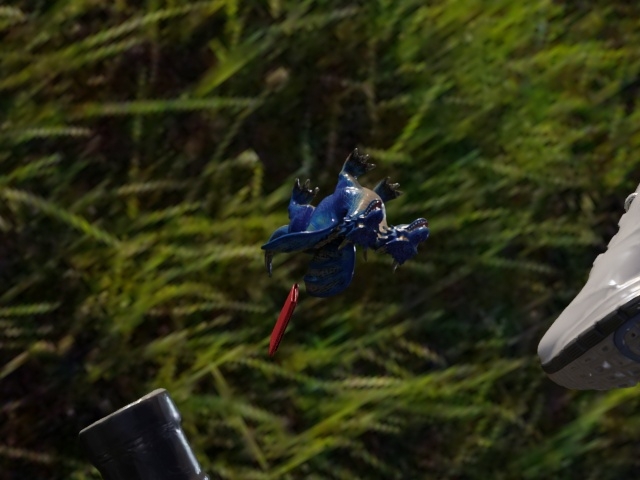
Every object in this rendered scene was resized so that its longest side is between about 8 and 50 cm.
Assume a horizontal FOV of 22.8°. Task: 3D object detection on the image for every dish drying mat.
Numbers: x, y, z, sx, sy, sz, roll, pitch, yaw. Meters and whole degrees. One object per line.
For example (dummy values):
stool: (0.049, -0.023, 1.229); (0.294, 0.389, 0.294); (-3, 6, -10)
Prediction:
dish drying mat: (-0.038, 0.084, 1.662); (0.008, 0.083, 0.032); (14, 39, -10)

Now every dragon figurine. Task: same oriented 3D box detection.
dragon figurine: (0.000, 0.000, 1.638); (0.085, 0.289, 0.144); (45, 44, -21)

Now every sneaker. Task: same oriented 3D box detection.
sneaker: (0.301, 0.012, 1.361); (0.111, 0.297, 0.129); (44, 7, -41)

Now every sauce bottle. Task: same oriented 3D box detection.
sauce bottle: (-0.060, 0.270, 1.083); (0.111, 0.111, 0.344); (-19, 79, -58)
